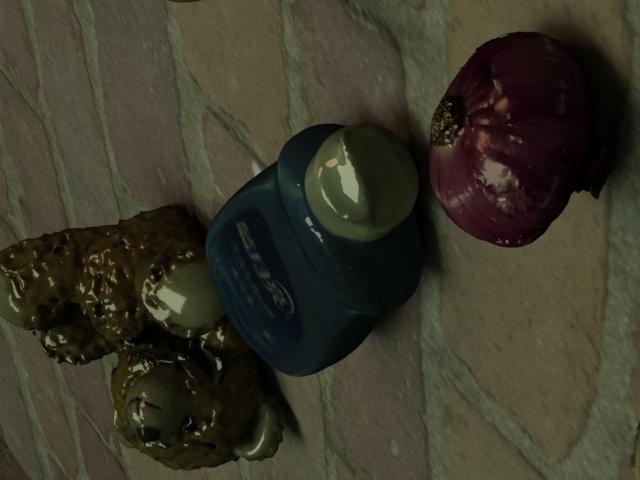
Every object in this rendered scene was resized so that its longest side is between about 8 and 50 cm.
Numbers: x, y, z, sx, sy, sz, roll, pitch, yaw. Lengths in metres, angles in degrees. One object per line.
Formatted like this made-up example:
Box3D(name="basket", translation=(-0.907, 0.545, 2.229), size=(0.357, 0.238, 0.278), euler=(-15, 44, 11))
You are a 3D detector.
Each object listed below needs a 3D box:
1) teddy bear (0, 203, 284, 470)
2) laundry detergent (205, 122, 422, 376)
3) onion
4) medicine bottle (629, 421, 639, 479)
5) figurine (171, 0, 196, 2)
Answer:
Box3D(name="teddy bear", translation=(-0.142, 0.097, 1.775), size=(0.267, 0.156, 0.256), euler=(3, 118, 34))
Box3D(name="laundry detergent", translation=(0.000, 0.000, 1.379), size=(0.143, 0.094, 0.290), euler=(64, 161, 9))
Box3D(name="onion", translation=(0.108, -0.052, 1.056), size=(0.104, 0.115, 0.115), euler=(20, 166, -14))
Box3D(name="medicine bottle", translation=(0.239, 0.040, 0.830), size=(0.108, 0.108, 0.426), euler=(57, 161, 15))
Box3D(name="figurine", translation=(-0.104, -0.272, 1.213), size=(0.262, 0.154, 0.180), euler=(66, 172, -19))
